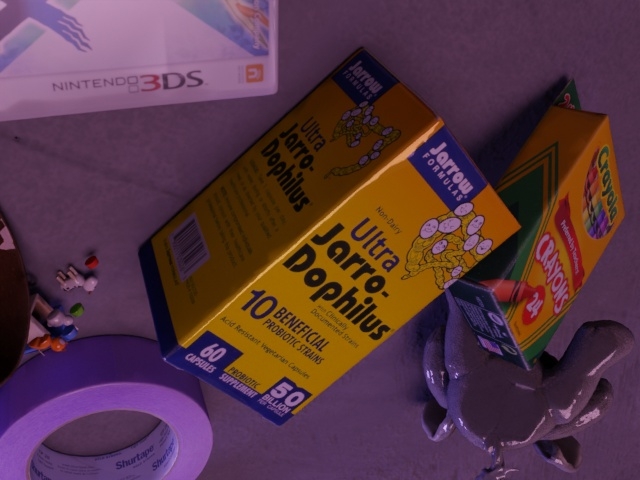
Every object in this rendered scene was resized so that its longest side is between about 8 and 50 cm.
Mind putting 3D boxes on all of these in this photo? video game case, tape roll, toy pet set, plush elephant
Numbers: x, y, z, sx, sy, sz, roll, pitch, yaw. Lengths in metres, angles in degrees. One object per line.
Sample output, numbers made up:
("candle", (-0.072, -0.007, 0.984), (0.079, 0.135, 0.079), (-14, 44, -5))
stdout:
("video game case", (-0.181, -0.270, 0.599), (0.300, 0.036, 0.329), (-10, 127, -17))
("tape roll", (-0.285, 0.256, 0.905), (0.275, 0.090, 0.275), (-11, 127, -15))
("toy pet set", (-0.289, 0.094, 0.769), (0.114, 0.122, 0.065), (-19, 128, 14))
("plush elephant", (0.282, 0.231, 1.048), (0.272, 0.255, 0.330), (15, 84, 12))

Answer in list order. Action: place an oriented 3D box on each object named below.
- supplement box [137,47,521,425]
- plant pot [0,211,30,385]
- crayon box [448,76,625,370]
("supplement box", (0.000, 0.000, 0.771), (0.356, 0.195, 0.194), (-41, 130, 8))
("plant pot", (-0.436, 0.061, 0.643), (0.230, 0.215, 0.215), (-14, 130, 6))
("crayon box", (0.289, -0.021, 0.867), (0.318, 0.081, 0.202), (-54, 137, -16))
